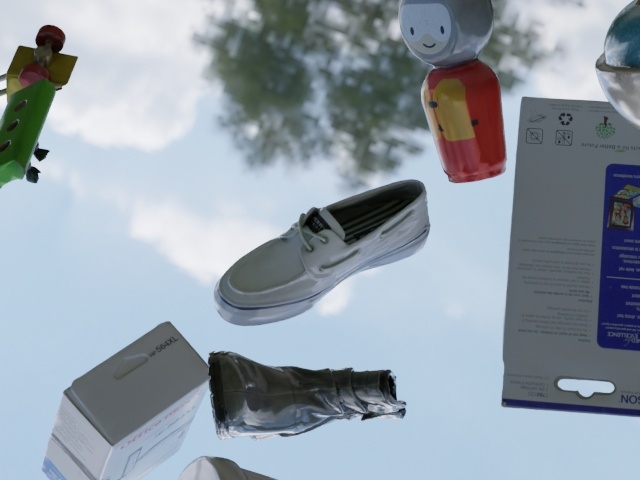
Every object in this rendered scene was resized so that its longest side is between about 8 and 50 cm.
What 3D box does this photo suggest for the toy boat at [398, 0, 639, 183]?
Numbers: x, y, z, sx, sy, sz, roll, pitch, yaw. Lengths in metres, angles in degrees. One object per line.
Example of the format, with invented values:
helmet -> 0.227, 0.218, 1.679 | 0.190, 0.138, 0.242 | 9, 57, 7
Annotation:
toy boat -> 0.219, -0.139, 1.202 | 0.318, 0.148, 0.267 | -11, -169, 6

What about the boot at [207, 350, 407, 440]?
boot -> -0.008, 0.139, 1.630 | 0.161, 0.083, 0.246 | -8, 169, 11

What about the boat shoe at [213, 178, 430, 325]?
boat shoe -> 0.000, 0.000, 1.594 | 0.226, 0.076, 0.083 | -27, -128, -25

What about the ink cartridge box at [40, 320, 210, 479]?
ink cartridge box -> -0.212, 0.196, 1.880 | 0.148, 0.203, 0.086 | -35, -105, -30

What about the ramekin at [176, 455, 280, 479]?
ramekin -> -0.057, 0.314, 1.384 | 0.127, 0.273, 0.273 | 12, -159, -17

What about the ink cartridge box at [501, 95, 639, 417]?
ink cartridge box -> 0.267, 0.021, 1.713 | 0.165, 0.333, 0.065 | 5, 158, 6

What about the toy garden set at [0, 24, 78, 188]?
toy garden set -> -0.324, -0.082, 1.561 | 0.049, 0.244, 0.204 | 49, -146, -32
